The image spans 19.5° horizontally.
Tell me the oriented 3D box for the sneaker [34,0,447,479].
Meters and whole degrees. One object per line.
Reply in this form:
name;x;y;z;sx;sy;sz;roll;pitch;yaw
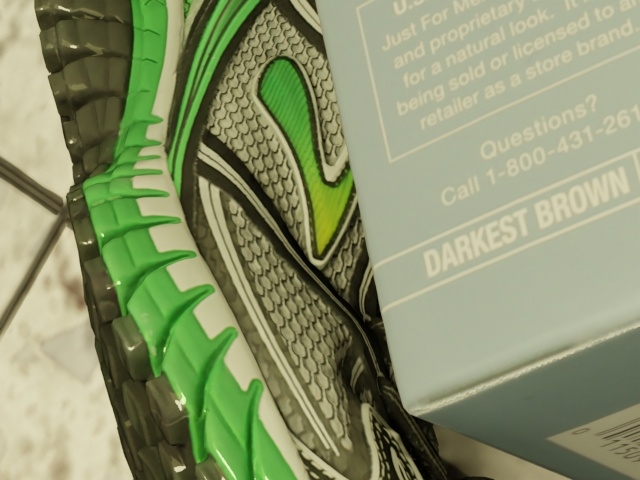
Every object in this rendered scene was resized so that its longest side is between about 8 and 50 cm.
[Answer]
sneaker;0.000;0.000;0.567;0.146;0.134;0.344;-13;43;-3

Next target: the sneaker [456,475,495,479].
sneaker;0.095;0.183;0.521;0.108;0.100;0.272;-19;53;-5

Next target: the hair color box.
hair color box;0.080;-0.117;0.566;0.113;0.185;0.375;-25;61;25
